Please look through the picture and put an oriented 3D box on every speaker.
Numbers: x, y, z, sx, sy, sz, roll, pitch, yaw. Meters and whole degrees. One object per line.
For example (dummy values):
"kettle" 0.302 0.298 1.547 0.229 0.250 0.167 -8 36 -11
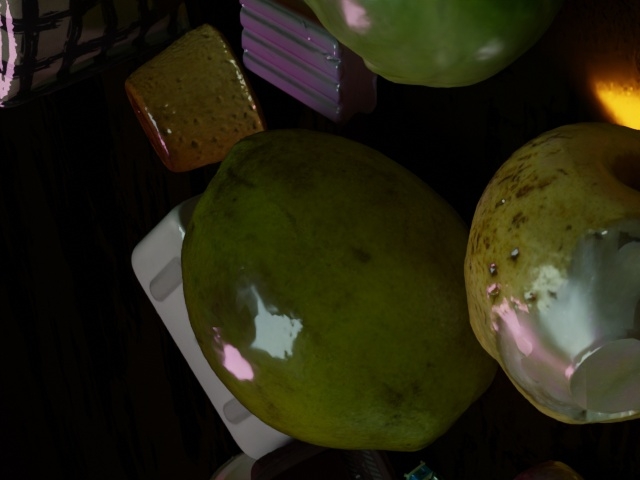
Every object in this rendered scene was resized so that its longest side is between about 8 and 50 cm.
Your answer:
"speaker" -0.111 0.119 1.610 0.406 0.183 0.184 58 144 7

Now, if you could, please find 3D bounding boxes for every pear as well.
"pear" 0.250 0.033 0.921 0.271 0.271 0.271 36 140 38
"pear" 0.012 0.068 1.229 0.413 0.352 0.352 44 146 7

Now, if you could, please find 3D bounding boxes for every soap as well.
"soap" -0.018 -0.238 1.298 0.203 0.065 0.122 36 142 37

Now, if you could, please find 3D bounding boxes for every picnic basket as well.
"picnic basket" 0.011 0.408 1.512 0.297 0.222 0.129 70 167 -13

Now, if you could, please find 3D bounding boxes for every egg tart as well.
"egg tart" -0.173 -0.183 1.450 0.203 0.147 0.202 56 168 18

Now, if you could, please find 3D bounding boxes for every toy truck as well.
"toy truck" 0.124 0.381 1.554 0.081 0.067 0.175 42 144 29

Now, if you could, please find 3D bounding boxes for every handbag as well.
"handbag" -0.318 -0.369 1.401 0.162 0.327 0.325 51 147 23

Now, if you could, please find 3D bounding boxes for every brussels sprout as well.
"brussels sprout" 0.080 -0.296 0.910 0.344 0.268 0.344 46 147 41

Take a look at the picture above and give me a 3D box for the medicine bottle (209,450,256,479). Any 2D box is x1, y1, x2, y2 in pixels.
"medicine bottle" -0.031 0.494 1.708 0.245 0.245 0.290 2 116 56

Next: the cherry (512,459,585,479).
"cherry" 0.277 0.352 1.229 0.176 0.140 0.176 163 90 -72
